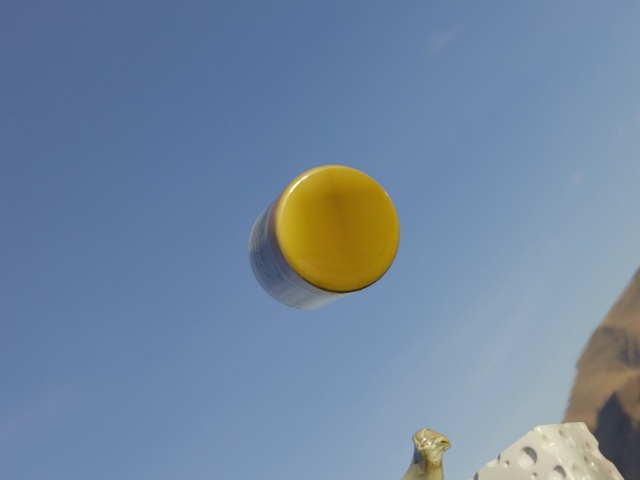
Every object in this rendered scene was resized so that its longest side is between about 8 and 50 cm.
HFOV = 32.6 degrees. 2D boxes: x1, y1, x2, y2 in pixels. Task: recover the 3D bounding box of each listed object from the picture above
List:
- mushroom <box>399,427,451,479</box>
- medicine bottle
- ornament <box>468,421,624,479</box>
[{"bbox_3d":[0.187,0.468,2.062,0.093,0.116,0.225,-6,-62,-46],"label":"mushroom"},{"bbox_3d":[0.000,0.000,2.063,0.238,0.238,0.232,-46,5,-22],"label":"medicine bottle"},{"bbox_3d":[0.426,0.503,2.043,0.240,0.239,0.239,-43,-28,22],"label":"ornament"}]
